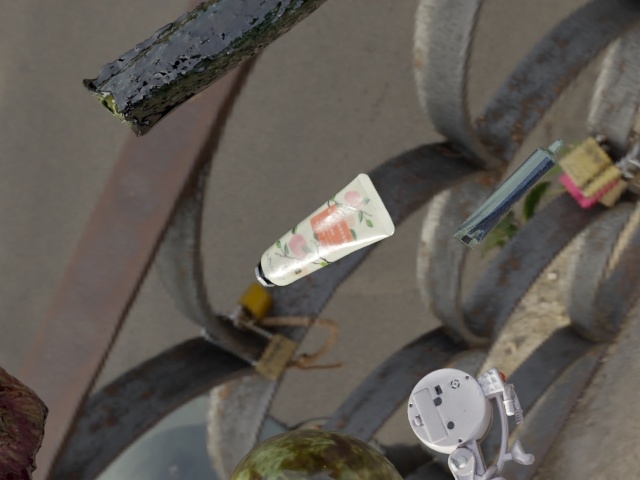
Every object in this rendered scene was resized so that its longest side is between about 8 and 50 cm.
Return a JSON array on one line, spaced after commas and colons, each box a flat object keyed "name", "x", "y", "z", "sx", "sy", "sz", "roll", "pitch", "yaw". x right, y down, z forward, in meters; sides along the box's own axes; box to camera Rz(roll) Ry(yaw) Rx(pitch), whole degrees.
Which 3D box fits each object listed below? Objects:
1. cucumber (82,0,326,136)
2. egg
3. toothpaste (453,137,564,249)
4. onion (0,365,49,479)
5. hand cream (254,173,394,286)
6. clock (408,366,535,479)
[{"name": "cucumber", "x": -0.078, "y": -0.164, "z": 0.944, "sx": 0.245, "sy": 0.067, "sz": 0.067, "roll": -32, "pitch": 73, "yaw": 16}, {"name": "egg", "x": -0.012, "y": 0.347, "z": 1.471, "sx": 0.289, "sy": 0.238, "sz": 0.238, "roll": 20, "pitch": 99, "yaw": 56}, {"name": "toothpaste", "x": 0.262, "y": -0.066, "z": 1.639, "sx": 0.197, "sy": 0.057, "sz": 0.035, "roll": -46, "pitch": 50, "yaw": 10}, {"name": "onion", "x": -0.335, "y": 0.195, "z": 0.858, "sx": 0.230, "sy": 0.256, "sz": 0.272, "roll": 31, "pitch": 82, "yaw": -14}, {"name": "hand cream", "x": 0.000, "y": 0.000, "z": 1.451, "sx": 0.234, "sy": 0.050, "sz": 0.080, "roll": -33, "pitch": 82, "yaw": 45}, {"name": "clock", "x": 0.120, "y": 0.160, "z": 0.936, "sx": 0.087, "sy": 0.041, "sz": 0.129, "roll": -21, "pitch": 62, "yaw": 13}]
